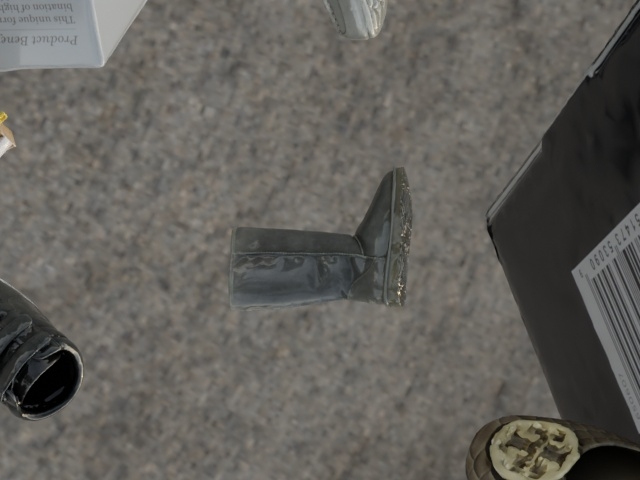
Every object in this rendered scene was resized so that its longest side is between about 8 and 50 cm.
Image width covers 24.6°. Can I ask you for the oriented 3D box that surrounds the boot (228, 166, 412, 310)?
[{"bbox_3d":[0.000,-0.002,1.730,0.076,0.208,0.190,60,34,-60],"label":"boot"}]

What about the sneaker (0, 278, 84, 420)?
[{"bbox_3d":[-0.328,0.072,1.352,0.105,0.147,0.295,-54,138,-2],"label":"sneaker"}]

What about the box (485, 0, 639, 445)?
[{"bbox_3d":[0.414,-0.023,0.921,0.471,0.297,0.480,-17,165,-12],"label":"box"}]

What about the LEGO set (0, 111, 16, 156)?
[{"bbox_3d":[-0.479,-0.167,1.754,0.287,0.107,0.132,-12,136,-57],"label":"LEGO set"}]

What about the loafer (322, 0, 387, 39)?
[{"bbox_3d":[-0.020,-0.338,1.412,0.112,0.111,0.319,-62,136,-57],"label":"loafer"}]

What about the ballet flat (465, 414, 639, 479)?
[{"bbox_3d":[0.186,0.146,0.714,0.084,0.249,0.058,-49,155,-30],"label":"ballet flat"}]

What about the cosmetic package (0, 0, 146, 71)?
[{"bbox_3d":[-0.417,-0.456,1.864,0.327,0.329,0.394,-75,164,-58],"label":"cosmetic package"}]
